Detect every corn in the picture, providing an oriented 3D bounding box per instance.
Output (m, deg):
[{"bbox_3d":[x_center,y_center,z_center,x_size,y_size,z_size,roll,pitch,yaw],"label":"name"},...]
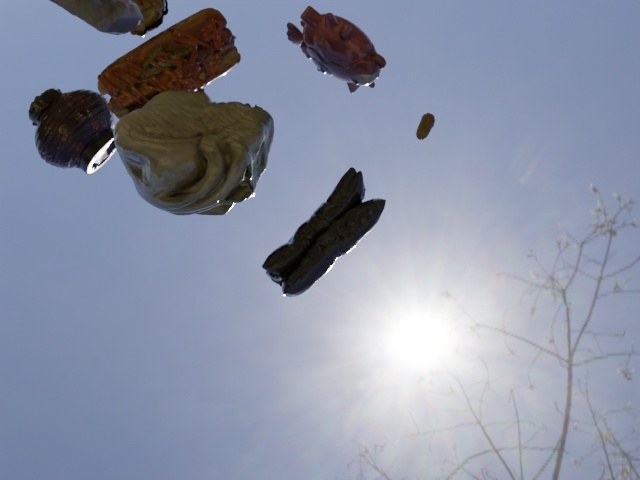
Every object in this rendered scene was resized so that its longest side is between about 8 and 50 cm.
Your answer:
[{"bbox_3d":[0.201,-0.219,1.361,0.027,0.028,0.083,1,-142,25],"label":"corn"}]

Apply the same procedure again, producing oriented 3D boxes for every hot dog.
[{"bbox_3d":[-0.340,-0.398,1.637,0.348,0.158,0.117,-34,-142,-14],"label":"hot dog"}]

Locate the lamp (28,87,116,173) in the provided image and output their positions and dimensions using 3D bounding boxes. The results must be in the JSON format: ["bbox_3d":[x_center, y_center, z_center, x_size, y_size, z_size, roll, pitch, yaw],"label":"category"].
[{"bbox_3d":[-0.664,-0.303,1.915,0.246,0.247,0.247,-14,-136,14],"label":"lamp"}]

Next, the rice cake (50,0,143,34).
[{"bbox_3d":[-0.398,-0.382,1.006,0.364,0.056,0.072,33,-156,19],"label":"rice cake"}]

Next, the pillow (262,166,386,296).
[{"bbox_3d":[0.000,0.000,1.282,0.228,0.326,0.101,-44,-92,-5],"label":"pillow"}]

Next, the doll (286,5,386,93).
[{"bbox_3d":[0.030,-0.387,1.433,0.262,0.211,0.093,29,-104,29],"label":"doll"}]

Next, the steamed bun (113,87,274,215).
[{"bbox_3d":[-0.232,-0.135,1.304,0.267,0.207,0.280,9,-146,5],"label":"steamed bun"}]

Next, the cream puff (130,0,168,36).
[{"bbox_3d":[-0.416,-0.535,1.625,0.119,0.104,0.133,22,-119,19],"label":"cream puff"}]
